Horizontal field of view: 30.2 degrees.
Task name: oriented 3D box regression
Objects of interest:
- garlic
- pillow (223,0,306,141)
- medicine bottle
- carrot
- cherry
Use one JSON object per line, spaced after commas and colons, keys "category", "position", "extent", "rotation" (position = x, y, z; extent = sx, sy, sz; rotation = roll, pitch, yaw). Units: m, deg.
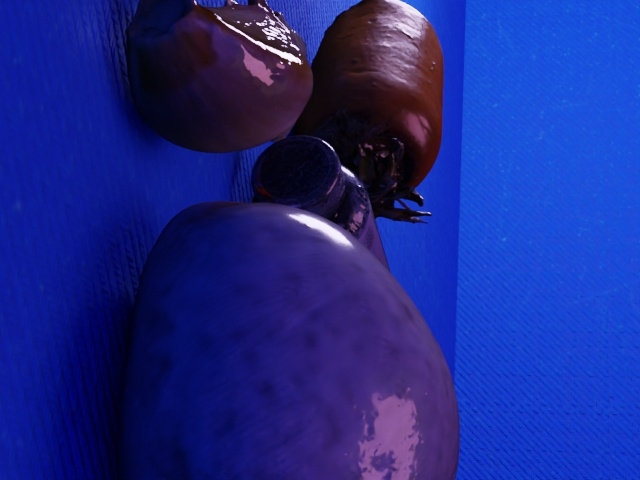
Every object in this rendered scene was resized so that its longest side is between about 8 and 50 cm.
{"category": "garlic", "position": [-0.085, -0.163, 1.067], "extent": [0.245, 0.145, 0.164], "rotation": [-45, 118, -69]}
{"category": "pillow", "position": [-0.062, -0.180, 1.292], "extent": [0.181, 0.078, 0.134], "rotation": [3, 89, -80]}
{"category": "medicine bottle", "position": [0.000, 0.000, 1.404], "extent": [0.293, 0.141, 0.141], "rotation": [70, 24, -57]}
{"category": "carrot", "position": [0.063, -0.150, 1.574], "extent": [0.331, 0.193, 0.214], "rotation": [-83, -173, -50]}
{"category": "cherry", "position": [-0.036, 0.137, 0.971], "extent": [0.326, 0.291, 0.335], "rotation": [-70, 149, -76]}
